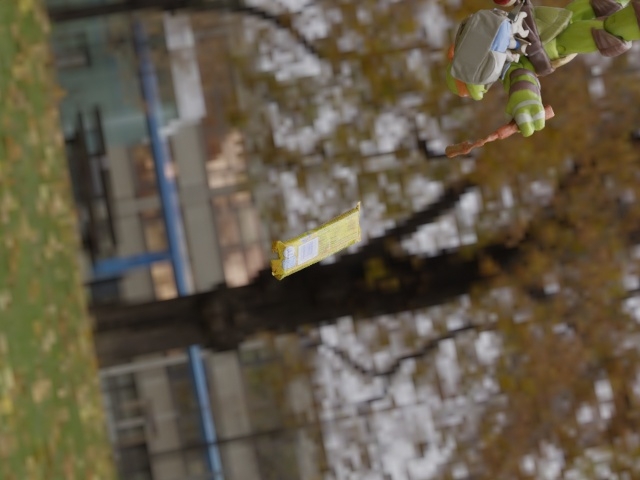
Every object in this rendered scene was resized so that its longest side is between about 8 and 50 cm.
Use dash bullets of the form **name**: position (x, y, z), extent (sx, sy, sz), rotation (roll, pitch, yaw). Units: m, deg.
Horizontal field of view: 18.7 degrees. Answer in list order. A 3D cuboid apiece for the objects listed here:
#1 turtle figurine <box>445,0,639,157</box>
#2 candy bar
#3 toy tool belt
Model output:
- **turtle figurine**: position (0.191, -0.173, 1.643), extent (0.269, 0.217, 0.087), rotation (-81, 147, -67)
- **candy bar**: position (0.000, 0.000, 1.839), extent (0.161, 0.018, 0.040), rotation (-25, 121, -54)
- **toy tool belt**: position (0.131, -0.153, 1.452), extent (0.052, 0.051, 0.083), rotation (29, -79, 28)
